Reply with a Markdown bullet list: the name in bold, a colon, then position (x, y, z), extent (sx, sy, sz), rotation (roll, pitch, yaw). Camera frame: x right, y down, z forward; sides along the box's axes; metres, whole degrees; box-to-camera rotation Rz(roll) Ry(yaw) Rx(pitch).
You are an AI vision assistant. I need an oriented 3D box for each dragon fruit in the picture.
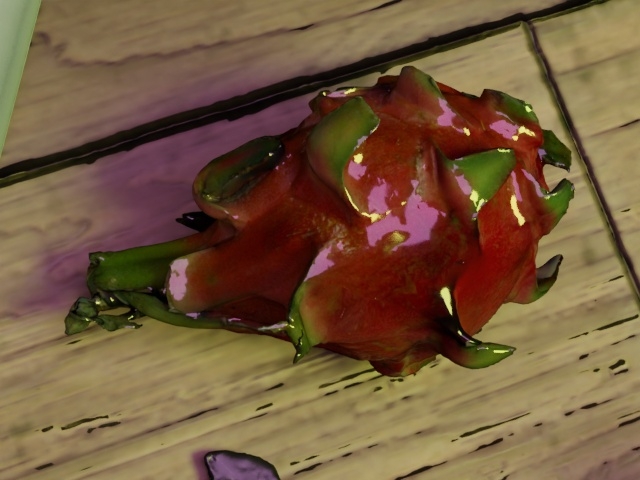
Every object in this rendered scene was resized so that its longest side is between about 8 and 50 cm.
- **dragon fruit**: position (0.002, 0.002, 0.851), extent (0.235, 0.137, 0.135), rotation (-13, 91, -15)

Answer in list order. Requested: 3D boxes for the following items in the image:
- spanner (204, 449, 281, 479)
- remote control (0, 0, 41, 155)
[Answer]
- **spanner**: position (-0.008, 0.191, 0.862), extent (0.046, 0.012, 0.209), rotation (-20, 80, -17)
- **remote control**: position (-0.204, -0.005, 0.853), extent (0.103, 0.051, 0.293), rotation (14, 72, -8)
